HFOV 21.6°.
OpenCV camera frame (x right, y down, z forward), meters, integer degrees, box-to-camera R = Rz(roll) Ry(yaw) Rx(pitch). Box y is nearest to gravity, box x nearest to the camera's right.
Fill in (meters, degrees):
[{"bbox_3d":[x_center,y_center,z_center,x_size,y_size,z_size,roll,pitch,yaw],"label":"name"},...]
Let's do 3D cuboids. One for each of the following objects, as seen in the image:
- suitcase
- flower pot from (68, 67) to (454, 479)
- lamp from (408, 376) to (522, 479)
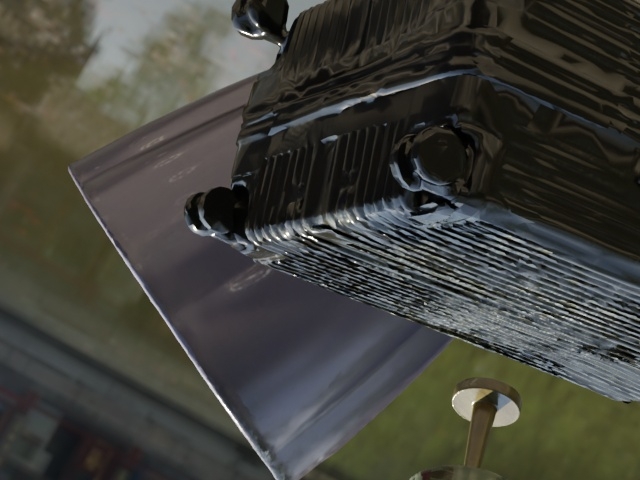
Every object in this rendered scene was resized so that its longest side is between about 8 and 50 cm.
[{"bbox_3d":[0.132,-0.029,0.894,0.335,0.152,0.230,21,163,-29],"label":"suitcase"},{"bbox_3d":[0.000,0.000,1.149,0.265,0.243,0.265,58,174,9],"label":"flower pot"},{"bbox_3d":[0.148,0.240,1.670,0.121,0.214,0.121,11,144,8],"label":"lamp"}]
